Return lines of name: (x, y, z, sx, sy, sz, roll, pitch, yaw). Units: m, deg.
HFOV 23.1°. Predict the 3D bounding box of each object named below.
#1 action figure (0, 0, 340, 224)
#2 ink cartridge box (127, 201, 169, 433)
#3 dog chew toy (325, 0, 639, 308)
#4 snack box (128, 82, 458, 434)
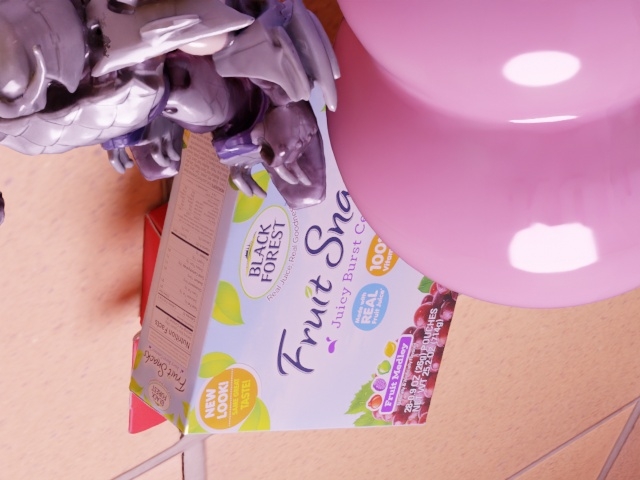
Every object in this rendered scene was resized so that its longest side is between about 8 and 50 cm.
action figure: (-0.077, -0.058, 0.638, 0.185, 0.099, 0.285, -4, 180, 13)
ink cartridge box: (-0.036, 0.018, 0.987, 0.231, 0.078, 0.134, -26, 153, -23)
dog chew toy: (0.093, -0.121, 0.685, 0.206, 0.206, 0.332, -30, 142, -14)
snack box: (0.000, 0.000, 0.873, 0.174, 0.070, 0.207, 4, 105, -38)
